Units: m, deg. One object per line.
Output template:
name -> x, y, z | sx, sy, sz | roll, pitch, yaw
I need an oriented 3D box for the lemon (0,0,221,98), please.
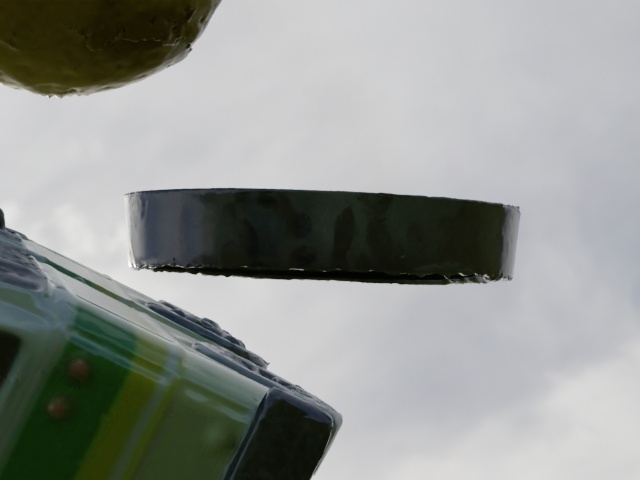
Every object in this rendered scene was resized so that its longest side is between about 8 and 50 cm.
lemon -> -0.203, -0.244, 1.619 | 0.310, 0.253, 0.253 | -2, -37, -8

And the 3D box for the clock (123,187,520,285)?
clock -> -0.001, -0.002, 1.534 | 0.313, 0.061, 0.312 | 2, -3, 0

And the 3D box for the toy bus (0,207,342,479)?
toy bus -> -0.105, 0.064, 0.640 | 0.165, 0.276, 0.133 | 28, -92, -12
